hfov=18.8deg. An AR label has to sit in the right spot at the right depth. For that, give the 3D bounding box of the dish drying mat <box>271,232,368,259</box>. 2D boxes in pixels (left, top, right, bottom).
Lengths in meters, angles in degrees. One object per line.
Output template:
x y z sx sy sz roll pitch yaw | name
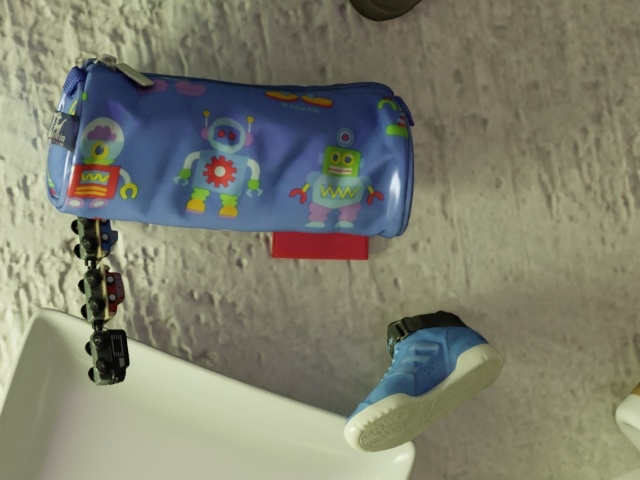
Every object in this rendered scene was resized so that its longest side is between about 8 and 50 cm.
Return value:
0.000 0.000 1.627 0.083 0.008 0.032 1 93 -14 | dish drying mat

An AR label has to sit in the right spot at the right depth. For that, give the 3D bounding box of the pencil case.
-0.071 -0.075 1.549 0.306 0.119 0.133 4 114 -14 | pencil case

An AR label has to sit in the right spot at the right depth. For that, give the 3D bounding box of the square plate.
-0.134 0.270 1.587 0.344 0.049 0.347 21 87 -12 | square plate

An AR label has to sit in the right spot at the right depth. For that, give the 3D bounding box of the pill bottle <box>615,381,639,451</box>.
0.373 0.109 1.654 0.131 0.131 0.229 45 83 -11 | pill bottle

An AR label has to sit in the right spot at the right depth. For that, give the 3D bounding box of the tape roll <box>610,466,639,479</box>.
0.318 0.356 1.614 0.392 0.072 0.392 -5 115 -11 | tape roll

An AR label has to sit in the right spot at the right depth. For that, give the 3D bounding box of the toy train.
-0.174 0.041 1.547 0.036 0.027 0.158 1 65 -25 | toy train

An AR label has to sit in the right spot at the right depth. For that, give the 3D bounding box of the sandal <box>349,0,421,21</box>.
0.106 -0.274 1.612 0.090 0.060 0.219 45 83 -11 | sandal

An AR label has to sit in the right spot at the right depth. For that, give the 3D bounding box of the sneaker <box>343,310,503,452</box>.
0.068 0.112 1.609 0.152 0.084 0.058 -30 141 -18 | sneaker
